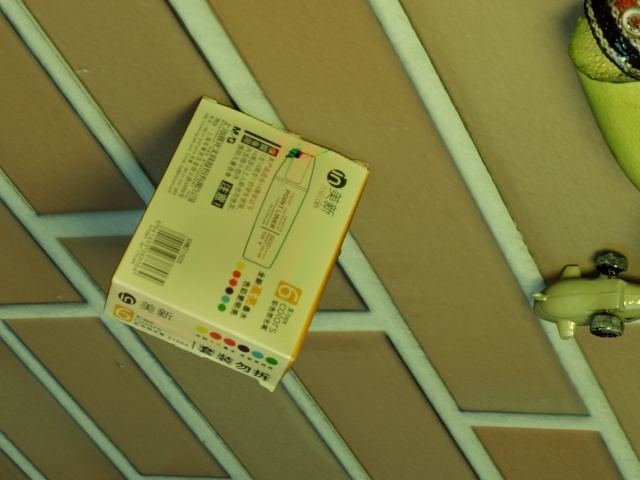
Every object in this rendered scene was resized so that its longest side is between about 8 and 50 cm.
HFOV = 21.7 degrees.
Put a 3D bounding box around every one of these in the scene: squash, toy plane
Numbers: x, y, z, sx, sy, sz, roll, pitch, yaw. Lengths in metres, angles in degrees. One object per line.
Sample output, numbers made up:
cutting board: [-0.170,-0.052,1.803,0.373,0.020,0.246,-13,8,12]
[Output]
squash: [0.332,-0.112,1.581,0.132,0.132,0.247,-2,139,31]
toy plane: [0.366,0.068,1.860,0.286,0.092,0.108,-7,158,37]

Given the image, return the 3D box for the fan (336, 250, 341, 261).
fan: [0.000,0.000,2.034,0.056,0.004,0.083,18,146,8]

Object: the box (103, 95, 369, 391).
box: [-0.088,-0.002,1.848,0.220,0.274,0.091,25,149,-1]

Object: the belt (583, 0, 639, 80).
belt: [0.372,-0.161,1.408,0.359,0.126,0.094,16,156,-35]
